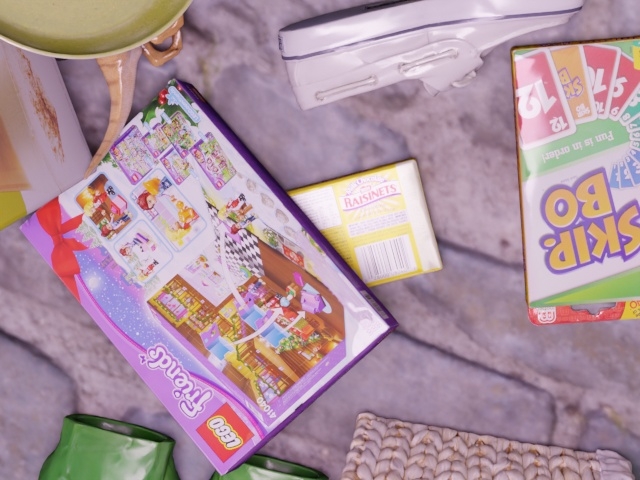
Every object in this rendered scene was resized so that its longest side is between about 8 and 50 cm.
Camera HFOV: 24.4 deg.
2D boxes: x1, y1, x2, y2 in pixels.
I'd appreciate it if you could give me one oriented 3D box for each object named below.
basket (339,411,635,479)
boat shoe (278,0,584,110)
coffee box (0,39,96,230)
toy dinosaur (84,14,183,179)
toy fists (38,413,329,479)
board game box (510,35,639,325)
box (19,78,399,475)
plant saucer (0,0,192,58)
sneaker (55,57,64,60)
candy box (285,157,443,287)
[{"bbox_3d":[0.121,0.360,1.276,0.266,0.328,0.331,11,103,5],"label":"basket"},{"bbox_3d":[0.099,-0.168,1.279,0.267,0.096,0.088,-11,105,6],"label":"boat shoe"},{"bbox_3d":[-0.431,-0.131,1.168,0.338,0.334,0.338,-16,101,16],"label":"coffee box"},{"bbox_3d":[-0.174,-0.167,1.289,0.112,0.064,0.212,-12,95,-13],"label":"toy dinosaur"},{"bbox_3d":[-0.130,0.259,1.381,0.279,0.096,0.142,14,91,1],"label":"toy fists"},{"bbox_3d":[0.241,-0.049,1.329,0.124,0.039,0.259,-4,104,4],"label":"board game box"},{"bbox_3d":[-0.101,0.031,1.311,0.201,0.057,0.293,-42,81,10],"label":"box"},{"bbox_3d":[-0.200,-0.255,1.146,0.241,0.037,0.241,3,83,-23],"label":"plant saucer"},{"bbox_3d":[-0.220,-0.213,1.317,0.043,0.040,0.109,26,98,12],"label":"sneaker"},{"bbox_3d":[0.000,0.000,1.351,0.205,0.027,0.105,-14,96,6],"label":"candy box"}]
